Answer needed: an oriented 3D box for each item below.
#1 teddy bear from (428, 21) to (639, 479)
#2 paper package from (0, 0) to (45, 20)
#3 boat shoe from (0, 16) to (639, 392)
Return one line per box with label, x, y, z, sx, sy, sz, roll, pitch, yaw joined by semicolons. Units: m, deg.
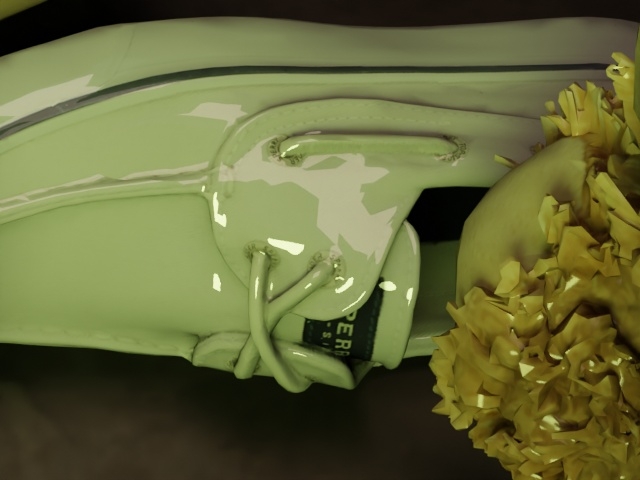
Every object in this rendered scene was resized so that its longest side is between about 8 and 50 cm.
teddy bear;0.138;0.087;0.393;0.113;0.245;0.338;-13;51;-34
paper package;-0.213;-0.186;0.554;0.309;0.168;0.325;-26;52;-14
boat shoe;0.000;0.000;0.538;0.267;0.096;0.088;-4;47;-23
